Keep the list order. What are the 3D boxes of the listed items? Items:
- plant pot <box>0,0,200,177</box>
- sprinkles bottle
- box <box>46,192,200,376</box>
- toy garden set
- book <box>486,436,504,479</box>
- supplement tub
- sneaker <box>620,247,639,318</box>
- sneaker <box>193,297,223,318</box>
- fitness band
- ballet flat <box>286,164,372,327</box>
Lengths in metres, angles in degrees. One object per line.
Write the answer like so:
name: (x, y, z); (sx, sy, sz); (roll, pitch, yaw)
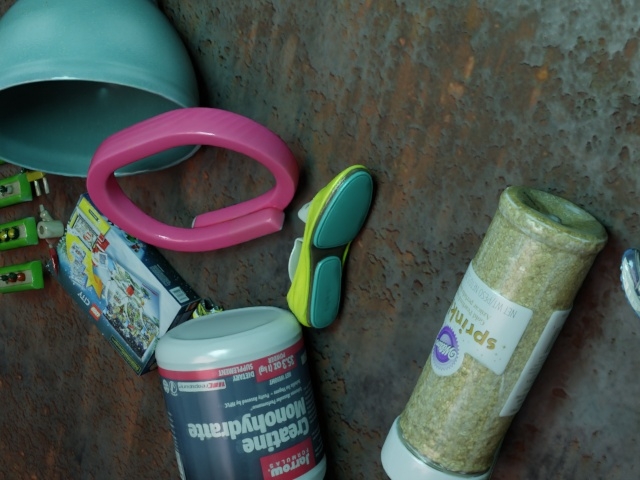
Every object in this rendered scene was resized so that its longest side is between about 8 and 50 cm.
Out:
plant pot: (-0.295, -0.224, 1.381); (0.293, 0.293, 0.196); (-19, 66, 39)
sprinkles bottle: (0.183, 0.120, 1.178); (0.121, 0.121, 0.355); (33, 115, 25)
box: (-0.293, 0.061, 1.589); (0.233, 0.044, 0.159); (46, 126, 17)
toy garden set: (-0.458, -0.046, 1.641); (0.204, 0.049, 0.244); (-9, 89, 45)
book: (0.167, 0.236, 1.302); (0.096, 0.035, 0.144); (29, 118, 28)
supplement tub: (-0.097, 0.236, 1.399); (0.191, 0.191, 0.272); (-4, 101, 38)
sneaker: (0.352, 0.065, 1.106); (0.058, 0.052, 0.135); (-25, 95, 29)
sneaker: (-0.143, 0.111, 1.499); (0.083, 0.031, 0.035); (33, 121, 25)
fitness band: (-0.161, -0.074, 1.365); (0.291, 0.054, 0.209); (-16, 135, 36)
ballet flat: (0.000, 0.000, 1.336); (0.077, 0.077, 0.231); (40, 128, 41)
